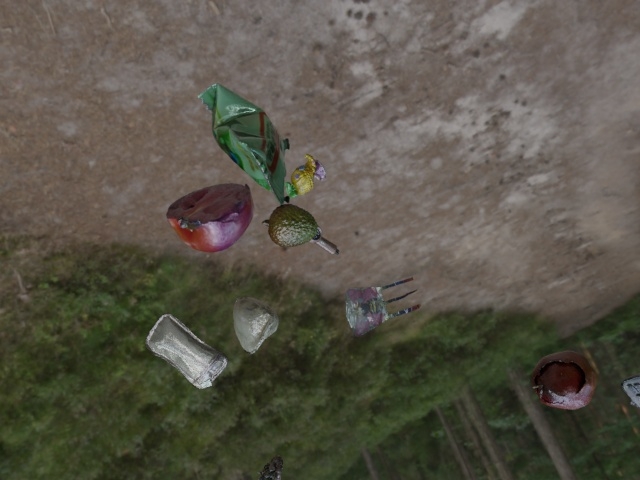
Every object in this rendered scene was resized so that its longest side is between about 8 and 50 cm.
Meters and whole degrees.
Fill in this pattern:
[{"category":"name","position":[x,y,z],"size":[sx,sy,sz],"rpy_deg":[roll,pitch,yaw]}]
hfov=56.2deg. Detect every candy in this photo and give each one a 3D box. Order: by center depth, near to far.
[{"category":"candy","position":[-0.195,-0.259,1.680],"size":[0.172,0.397,0.263],"rpy_deg":[-34,136,10]}]

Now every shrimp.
[{"category":"shrimp","position":[-0.175,0.796,1.993],"size":[0.190,0.075,0.073],"rpy_deg":[-45,149,-48]}]

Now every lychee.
[{"category":"lychee","position":[-0.079,-0.036,1.513],"size":[0.147,0.114,0.114],"rpy_deg":[8,169,12]}]

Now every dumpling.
[{"category":"dumpling","position":[-0.215,0.270,1.890],"size":[0.142,0.172,0.247],"rpy_deg":[16,180,-30]}]

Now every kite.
[{"category":"kite","position":[0.241,0.256,2.384],"size":[0.361,0.204,0.022],"rpy_deg":[-21,164,38]}]

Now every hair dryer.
[{"category":"hair dryer","position":[0.000,0.000,1.967],"size":[0.182,0.064,0.117],"rpy_deg":[31,170,-30]}]

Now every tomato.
[{"category":"tomato","position":[-0.355,-0.071,2.092],"size":[0.335,0.176,0.290],"rpy_deg":[10,-141,43]}]

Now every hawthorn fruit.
[{"category":"hawthorn fruit","position":[0.591,0.347,1.482],"size":[0.172,0.148,0.148],"rpy_deg":[1,157,-18]}]

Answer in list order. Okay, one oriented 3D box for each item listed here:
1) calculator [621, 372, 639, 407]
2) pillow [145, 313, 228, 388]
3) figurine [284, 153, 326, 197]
[{"category":"calculator","position":[0.790,0.342,1.302],"size":[0.040,0.177,0.268],"rpy_deg":[-50,-172,-34]},{"category":"pillow","position":[-0.378,0.314,1.687],"size":[0.130,0.233,0.038],"rpy_deg":[-51,-176,10]},{"category":"figurine","position":[-0.065,-0.227,2.091],"size":[0.156,0.095,0.114],"rpy_deg":[-35,125,-12]}]
